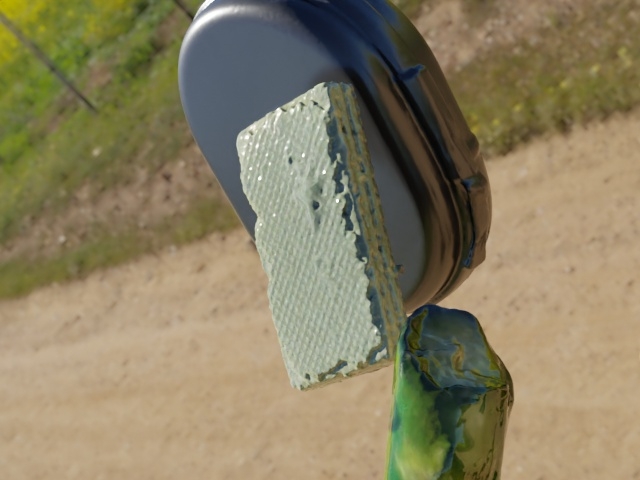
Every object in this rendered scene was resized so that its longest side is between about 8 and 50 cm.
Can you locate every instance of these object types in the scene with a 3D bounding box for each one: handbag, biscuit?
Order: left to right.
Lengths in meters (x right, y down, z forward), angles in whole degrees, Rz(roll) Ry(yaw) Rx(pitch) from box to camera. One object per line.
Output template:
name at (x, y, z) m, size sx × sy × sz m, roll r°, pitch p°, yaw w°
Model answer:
biscuit at (0.000, 0.000, 0.987) m, size 0.041 × 0.199 × 0.121 m, roll -5°, pitch -13°, yaw -40°
handbag at (0.015, -0.077, 1.116) m, size 0.254 × 0.308 × 0.093 m, roll -11°, pitch 24°, yaw 48°

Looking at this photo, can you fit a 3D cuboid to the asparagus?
asparagus at (0.063, 0.210, 0.824) m, size 0.085 × 0.082 × 0.343 m, roll 6°, pitch 88°, yaw 51°
